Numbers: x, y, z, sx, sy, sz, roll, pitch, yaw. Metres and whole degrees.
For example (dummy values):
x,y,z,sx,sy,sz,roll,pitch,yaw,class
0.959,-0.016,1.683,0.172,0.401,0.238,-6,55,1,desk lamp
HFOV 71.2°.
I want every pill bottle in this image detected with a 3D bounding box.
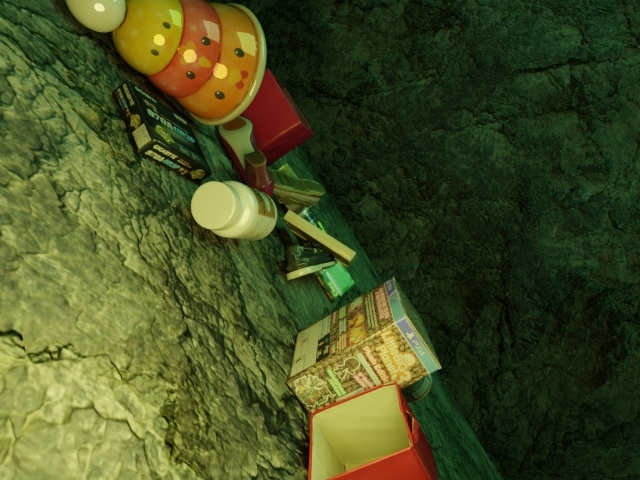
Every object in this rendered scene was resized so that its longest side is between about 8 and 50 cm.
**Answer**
x,y,z,sx,sy,sz,roll,pitch,yaw,class
-0.198,-0.069,1.042,0.131,0.131,0.229,60,11,10,pill bottle
-0.048,-0.042,1.757,0.169,0.094,0.094,54,11,-19,pill bottle
0.277,0.455,1.632,0.283,0.161,0.161,51,12,-31,pill bottle

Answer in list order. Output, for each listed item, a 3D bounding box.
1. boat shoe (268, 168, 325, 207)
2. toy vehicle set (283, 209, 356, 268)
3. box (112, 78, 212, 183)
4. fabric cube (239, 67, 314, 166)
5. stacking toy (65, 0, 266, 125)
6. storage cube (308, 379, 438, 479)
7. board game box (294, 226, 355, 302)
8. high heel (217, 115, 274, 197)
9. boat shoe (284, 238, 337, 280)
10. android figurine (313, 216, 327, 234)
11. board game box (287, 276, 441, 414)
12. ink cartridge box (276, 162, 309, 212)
x,y,z,sx,sy,sz,roll,pitch,yaw,class
-0.125,-0.186,1.702,0.303,0.103,0.113,11,39,-36,boat shoe
0.000,0.000,1.542,0.267,0.035,0.166,33,-9,8,toy vehicle set
-0.357,-0.242,1.031,0.175,0.051,0.220,62,12,19,box
-0.216,-0.478,1.801,0.254,0.258,0.259,58,11,4,fabric cube
-0.409,-0.515,1.150,0.480,0.351,0.350,1,55,-55,stacking toy
0.103,0.416,0.829,0.193,0.215,0.183,62,8,-16,storage cube
0.019,0.088,1.674,0.136,0.030,0.259,-35,94,-44,board game box
-0.266,-0.287,1.556,0.181,0.127,0.377,89,-20,-46,high heel
-0.038,0.052,1.447,0.340,0.127,0.112,-10,80,-69,boat shoe
-0.017,-0.027,1.972,0.272,0.056,0.248,58,10,-7,android figurine
0.092,0.247,1.020,0.141,0.291,0.232,56,11,-11,board game box
-0.124,-0.206,1.822,0.209,0.109,0.062,52,1,-24,ink cartridge box
